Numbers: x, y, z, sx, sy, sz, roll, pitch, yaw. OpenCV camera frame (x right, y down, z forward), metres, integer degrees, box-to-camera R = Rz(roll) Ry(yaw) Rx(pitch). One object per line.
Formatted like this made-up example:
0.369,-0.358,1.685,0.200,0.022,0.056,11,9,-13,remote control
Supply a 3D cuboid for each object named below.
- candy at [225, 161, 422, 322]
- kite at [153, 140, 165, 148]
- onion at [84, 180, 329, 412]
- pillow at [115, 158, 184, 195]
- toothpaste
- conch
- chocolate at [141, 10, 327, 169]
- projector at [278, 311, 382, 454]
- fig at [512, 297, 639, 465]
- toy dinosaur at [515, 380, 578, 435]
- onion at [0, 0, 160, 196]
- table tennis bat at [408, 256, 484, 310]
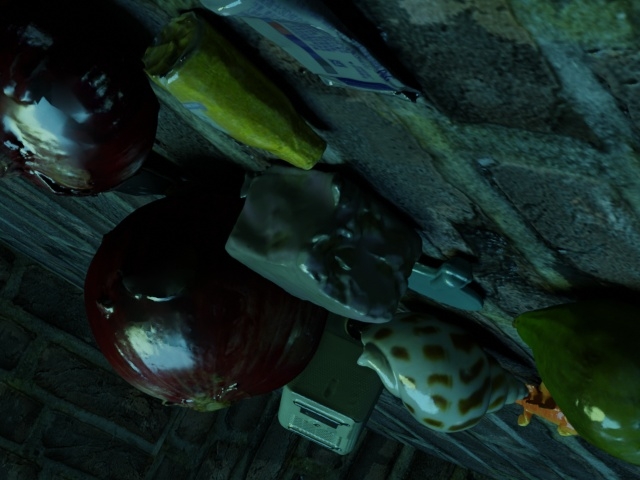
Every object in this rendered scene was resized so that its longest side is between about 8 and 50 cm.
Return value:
0.000,0.000,1.332,0.185,0.137,0.195,37,165,-37,candy
-0.300,-0.163,1.547,0.189,0.009,0.232,24,166,9,kite
-0.167,0.079,1.520,0.341,0.341,0.341,25,166,7,onion
-0.290,-0.100,1.664,0.141,0.055,0.208,26,169,-27,pillow
-0.025,-0.180,0.890,0.282,0.068,0.099,28,-160,-51,toothpaste
0.194,0.203,1.693,0.149,0.182,0.275,-31,131,34,conch
-0.072,-0.137,1.095,0.086,0.085,0.219,11,163,48,chocolate
0.039,0.223,1.910,0.163,0.242,0.177,26,150,7,projector
0.327,0.138,1.233,0.167,0.167,0.233,37,-157,-35,fig
0.399,0.275,1.766,0.288,0.070,0.117,15,162,25,toy dinosaur
-0.297,-0.142,1.181,0.252,0.219,0.252,23,153,12,onion
0.155,0.054,1.456,0.153,0.040,0.244,26,170,-2,table tennis bat
